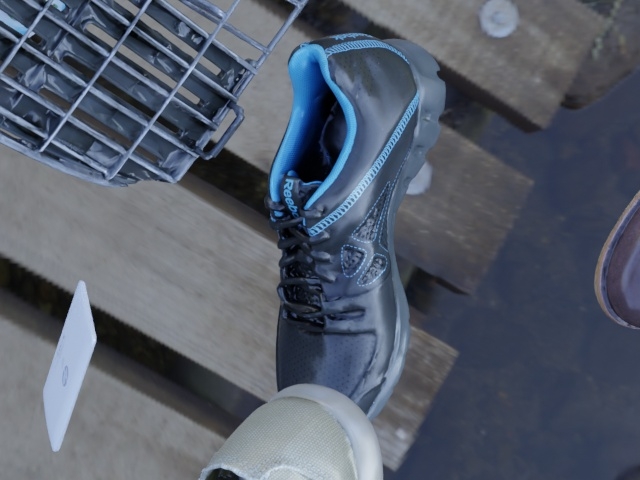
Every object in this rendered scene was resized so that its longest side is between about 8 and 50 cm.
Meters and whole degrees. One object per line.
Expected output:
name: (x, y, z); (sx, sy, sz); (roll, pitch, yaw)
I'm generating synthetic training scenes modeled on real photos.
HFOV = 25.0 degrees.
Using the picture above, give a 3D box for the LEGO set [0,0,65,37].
LEGO set: (-0.239, -0.184, 0.861); (0.244, 0.060, 0.182); (-30, 135, 19)

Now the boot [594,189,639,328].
boot: (0.263, -0.014, 0.734); (0.248, 0.207, 0.090); (-34, 102, 7)

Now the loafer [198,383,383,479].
loafer: (-0.025, 0.208, 0.720); (0.092, 0.102, 0.268); (-7, 96, -47)

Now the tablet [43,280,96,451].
tablet: (-0.140, 0.070, 0.799); (0.006, 0.054, 0.083); (8, 123, -23)

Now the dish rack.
dish rack: (-0.050, -0.156, 0.515); (0.271, 0.074, 0.208); (-56, 142, 1)

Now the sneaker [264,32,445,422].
sneaker: (0.000, 0.000, 1.166); (0.140, 0.125, 0.341); (2, 97, -53)
